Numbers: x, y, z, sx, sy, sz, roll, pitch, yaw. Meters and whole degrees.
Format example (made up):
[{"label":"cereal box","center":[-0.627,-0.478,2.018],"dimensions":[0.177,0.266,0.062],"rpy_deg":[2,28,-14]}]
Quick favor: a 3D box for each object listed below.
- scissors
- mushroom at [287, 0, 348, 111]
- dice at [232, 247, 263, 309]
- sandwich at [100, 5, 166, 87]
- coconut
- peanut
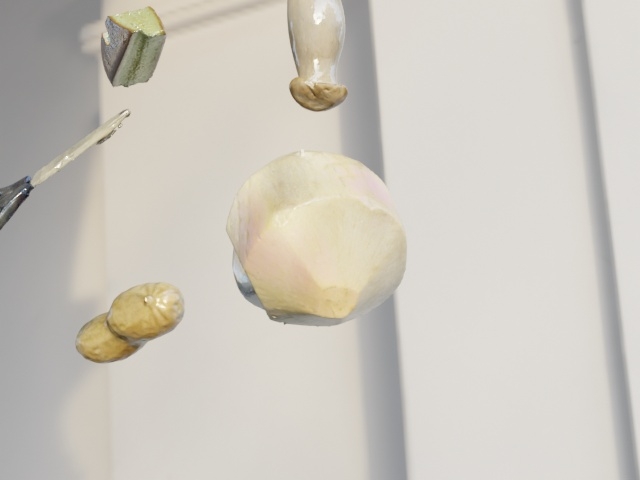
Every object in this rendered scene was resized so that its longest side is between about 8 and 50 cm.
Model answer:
[{"label":"scissors","center":[-0.376,-0.085,1.481],"dimensions":[0.300,0.109,0.022],"rpy_deg":[-36,-56,-2]},{"label":"mushroom","center":[-0.007,-0.311,1.750],"dimensions":[0.088,0.212,0.097],"rpy_deg":[-7,-17,34]},{"label":"dice","center":[-0.018,0.018,1.799],"dimensions":[0.194,0.193,0.192],"rpy_deg":[27,-27,-37]},{"label":"sandwich","center":[-0.335,-0.352,1.955],"dimensions":[0.090,0.088,0.244],"rpy_deg":[-16,-8,-22]},{"label":"coconut","center":[0.000,0.000,1.388],"dimensions":[0.237,0.237,0.197],"rpy_deg":[2,-53,-26]},{"label":"peanut","center":[-0.349,0.152,2.008],"dimensions":[0.117,0.101,0.263],"rpy_deg":[31,-46,-29]}]
